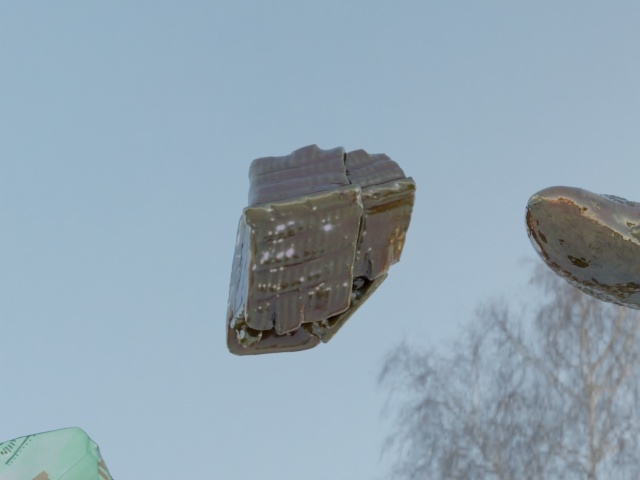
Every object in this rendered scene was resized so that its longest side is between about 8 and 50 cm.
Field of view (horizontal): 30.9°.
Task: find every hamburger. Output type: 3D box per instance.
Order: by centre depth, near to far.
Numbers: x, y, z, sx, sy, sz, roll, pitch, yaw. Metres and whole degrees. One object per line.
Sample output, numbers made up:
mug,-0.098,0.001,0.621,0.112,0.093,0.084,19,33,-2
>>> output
hamburger,-0.338,0.349,1.473,0.235,0.214,0.125,1,-49,-28

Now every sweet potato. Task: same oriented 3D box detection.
sweet potato,0.339,0.034,1.111,0.385,0.109,0.109,24,-52,-25

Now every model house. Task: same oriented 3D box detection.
model house,0.000,0.001,1.252,0.200,0.219,0.229,-1,-19,-13
